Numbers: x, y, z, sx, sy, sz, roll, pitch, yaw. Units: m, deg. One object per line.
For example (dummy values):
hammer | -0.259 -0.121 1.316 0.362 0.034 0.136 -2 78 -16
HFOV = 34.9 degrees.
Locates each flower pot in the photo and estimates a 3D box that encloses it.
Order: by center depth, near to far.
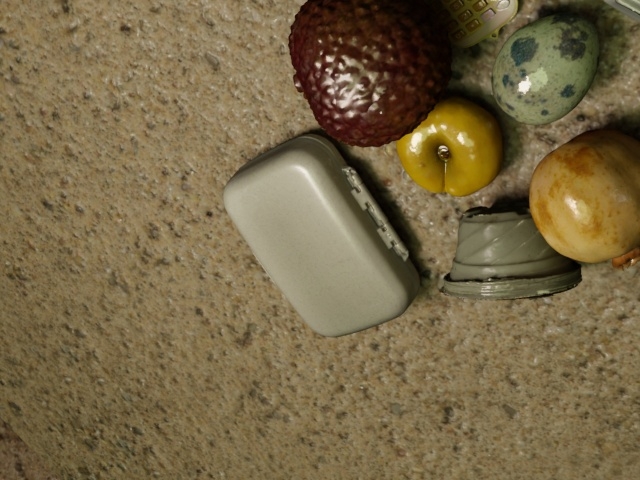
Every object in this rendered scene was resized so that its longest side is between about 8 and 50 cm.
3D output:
flower pot | 0.304 0.013 1.656 0.235 0.235 0.141 -4 99 32

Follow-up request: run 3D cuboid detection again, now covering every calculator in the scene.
calculator | 0.195 -0.397 1.530 0.157 0.033 0.236 -30 107 40

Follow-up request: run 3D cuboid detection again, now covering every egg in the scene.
egg | 0.329 -0.253 1.485 0.141 0.141 0.182 38 124 1

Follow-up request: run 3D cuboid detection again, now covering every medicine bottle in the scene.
medicine bottle | 0.000 0.000 1.863 0.282 0.123 0.375 -22 110 41

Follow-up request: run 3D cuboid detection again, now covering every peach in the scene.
peach | 0.209 -0.150 1.648 0.179 0.103 0.179 16 132 19

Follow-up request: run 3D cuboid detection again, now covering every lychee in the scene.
lychee | 0.075 -0.272 1.540 0.260 0.260 0.261 15 128 20

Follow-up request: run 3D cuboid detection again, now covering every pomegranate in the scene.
pomegranate | 0.414 -0.067 1.521 0.207 0.207 0.207 15 128 20

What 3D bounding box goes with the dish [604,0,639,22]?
dish | 0.487 -0.338 1.369 0.212 0.077 0.151 30 132 9
